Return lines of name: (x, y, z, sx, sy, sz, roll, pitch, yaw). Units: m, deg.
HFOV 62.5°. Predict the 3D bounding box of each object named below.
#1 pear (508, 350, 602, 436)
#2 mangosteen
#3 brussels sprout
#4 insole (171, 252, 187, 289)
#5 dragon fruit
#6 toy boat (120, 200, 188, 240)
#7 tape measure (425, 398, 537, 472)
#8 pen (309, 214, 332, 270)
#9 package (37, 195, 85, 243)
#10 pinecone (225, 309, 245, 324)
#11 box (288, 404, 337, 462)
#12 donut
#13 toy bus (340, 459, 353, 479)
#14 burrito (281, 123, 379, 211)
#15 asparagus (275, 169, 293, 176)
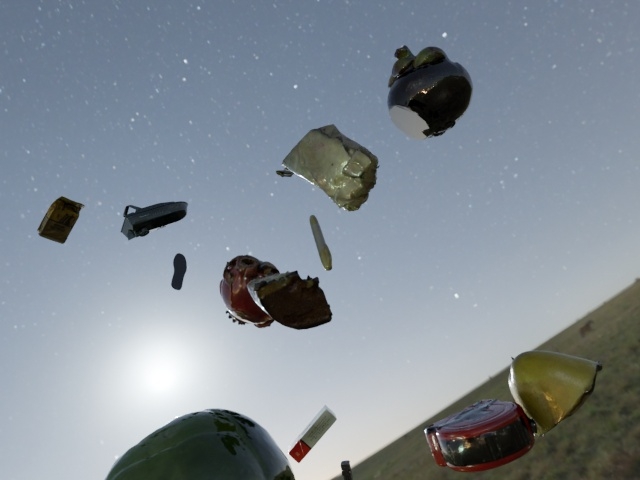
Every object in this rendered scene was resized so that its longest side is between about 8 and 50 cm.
pear: (0.590, 0.377, 1.410, 0.267, 0.178, 0.267, -51, -11, -14)
mangosteen: (0.313, -0.452, 1.606, 0.233, 0.288, 0.287, -53, -22, -3)
brussels sprout: (-0.163, 0.416, 0.795, 0.281, 0.289, 0.354, -42, -50, -20)
insole: (-0.570, 0.124, 2.124, 0.064, 0.188, 0.004, 28, -52, -29)
dragon fruit: (-0.227, 0.177, 1.816, 0.250, 0.250, 0.315, -20, -19, -29)
toy boat: (-0.533, -0.081, 1.708, 0.246, 0.103, 0.093, -25, -17, -41)
tape measure: (0.414, 0.488, 1.340, 0.253, 0.113, 0.260, -16, -11, -22)
pen: (0.000, 0.000, 1.583, 0.032, 0.233, 0.040, 9, -49, -26)
package: (-0.698, -0.061, 1.421, 0.071, 0.047, 0.131, 24, -79, -41)
pinecone: (-0.337, 0.285, 2.226, 0.140, 0.121, 0.140, 15, -90, -69)
box: (-0.021, 0.522, 1.431, 0.152, 0.048, 0.100, -45, -9, -9)
donut: (-0.081, 0.140, 1.237, 0.187, 0.144, 0.126, -12, 10, -27)
toy bus: (0.105, 0.900, 2.002, 0.037, 0.130, 0.052, -11, 5, 8)
burrito: (0.027, -0.204, 1.352, 0.107, 0.348, 0.175, 13, -72, -40)
asparagus: (-0.118, -0.223, 1.749, 0.025, 0.021, 0.108, -41, -13, 23)
